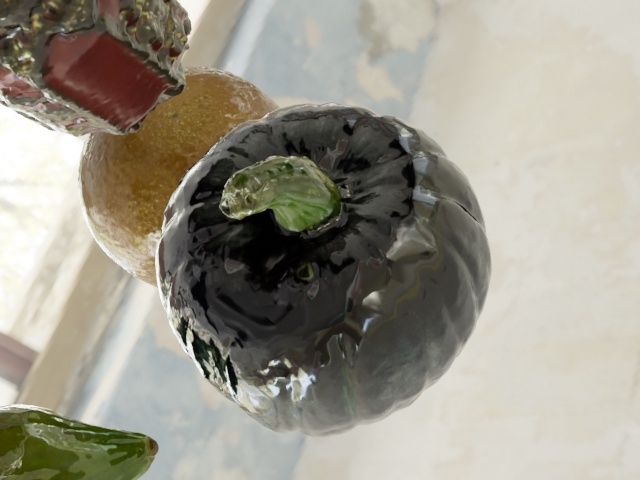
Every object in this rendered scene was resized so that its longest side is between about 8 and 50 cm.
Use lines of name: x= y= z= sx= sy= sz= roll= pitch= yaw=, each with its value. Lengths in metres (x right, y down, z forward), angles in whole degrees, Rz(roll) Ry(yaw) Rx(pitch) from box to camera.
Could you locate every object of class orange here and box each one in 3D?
orange: x=-0.150 y=-0.069 z=1.583 sx=0.274 sy=0.274 sz=0.274 roll=-45 pitch=-155 yaw=28

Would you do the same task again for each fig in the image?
fig: x=-0.294 y=0.236 z=1.301 sx=0.167 sy=0.233 sz=0.167 roll=11 pitch=-74 yaw=44

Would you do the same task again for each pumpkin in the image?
pumpkin: x=0.000 y=0.000 z=1.147 sx=0.296 sy=0.296 sz=0.296 roll=-45 pitch=-155 yaw=28

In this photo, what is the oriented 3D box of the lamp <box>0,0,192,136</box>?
lamp: x=-0.205 y=-0.176 z=1.053 sx=0.177 sy=0.177 sz=0.274 roll=-57 pitch=164 yaw=2
